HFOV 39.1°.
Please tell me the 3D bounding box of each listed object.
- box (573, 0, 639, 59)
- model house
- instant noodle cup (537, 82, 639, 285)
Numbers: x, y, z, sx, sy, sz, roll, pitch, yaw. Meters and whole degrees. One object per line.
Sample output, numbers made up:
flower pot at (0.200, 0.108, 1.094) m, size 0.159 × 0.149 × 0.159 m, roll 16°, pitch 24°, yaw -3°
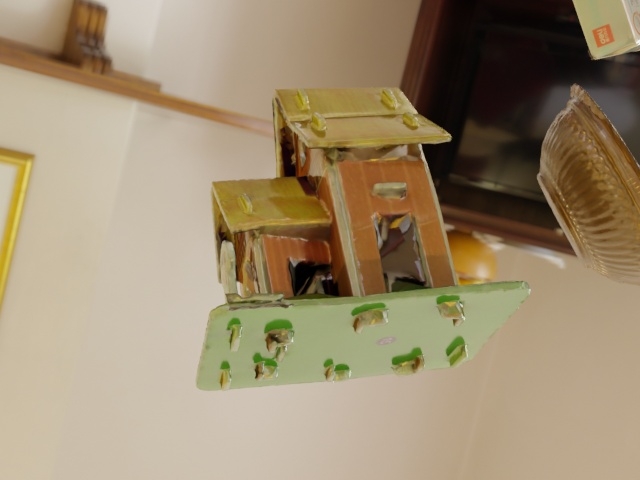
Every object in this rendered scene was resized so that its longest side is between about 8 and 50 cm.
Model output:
box at (0.452, -0.426, 1.440) m, size 0.079 × 0.269 × 0.135 m, roll -17°, pitch -176°, yaw 41°
model house at (0.000, 0.000, 0.992) m, size 0.301 × 0.323 × 0.340 m, roll -3°, pitch 152°, yaw -14°
instant noodle cup at (0.315, -0.041, 1.026) m, size 0.091 × 0.274 × 0.274 m, roll -28°, pitch 176°, yaw 11°
